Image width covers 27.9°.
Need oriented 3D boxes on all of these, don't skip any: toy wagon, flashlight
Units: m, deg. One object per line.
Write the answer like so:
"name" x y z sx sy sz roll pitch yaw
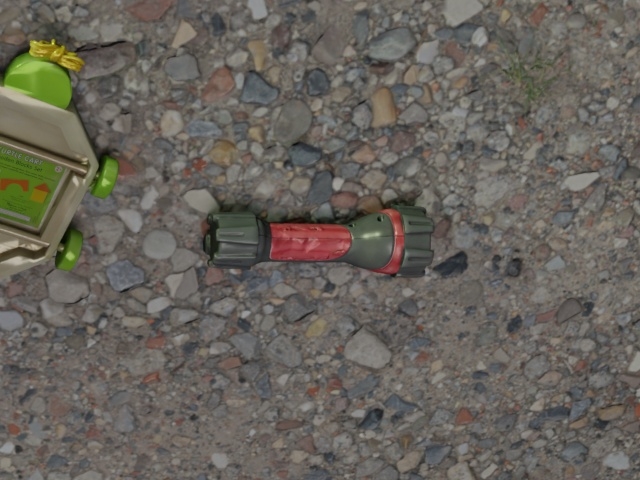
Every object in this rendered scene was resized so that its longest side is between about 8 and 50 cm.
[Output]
"toy wagon" -0.391 -0.106 1.610 0.267 0.068 0.344 20 114 -25
"flashlight" 0.000 0.000 1.760 0.304 0.103 0.103 1 123 -17
